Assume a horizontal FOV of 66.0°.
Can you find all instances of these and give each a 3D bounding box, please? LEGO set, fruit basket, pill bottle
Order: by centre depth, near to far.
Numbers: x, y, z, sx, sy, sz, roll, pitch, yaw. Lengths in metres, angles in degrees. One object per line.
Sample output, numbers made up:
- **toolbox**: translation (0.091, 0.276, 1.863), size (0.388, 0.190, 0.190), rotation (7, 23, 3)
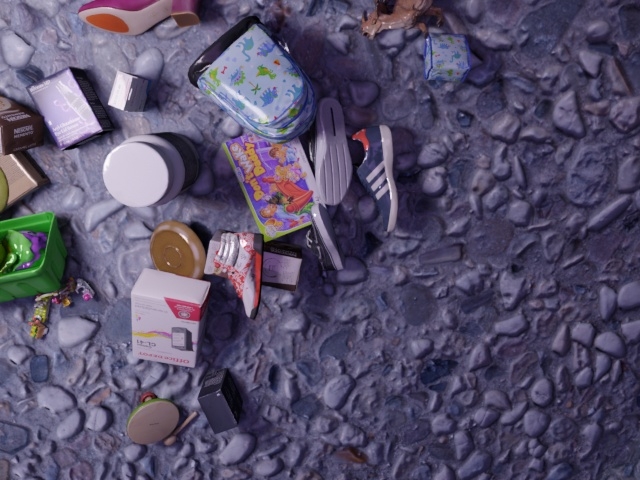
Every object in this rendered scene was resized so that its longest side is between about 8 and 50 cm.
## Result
- **pill bottle**: translation (-0.484, -0.211, 1.445), size (0.204, 0.361, 0.204), rotation (-1, 104, -3)
- **fruit basket**: translation (-1.006, 0.032, 1.476), size (0.391, 0.283, 0.392), rotation (-7, 141, -6)
- **LEGO set**: translation (-0.136, -0.130, 1.579), size (0.083, 0.023, 0.054), rotation (14, 106, -20)
- **LEGO set**: translation (-0.919, 0.226, 1.666), size (0.287, 0.107, 0.132), rotation (-37, 103, 6)

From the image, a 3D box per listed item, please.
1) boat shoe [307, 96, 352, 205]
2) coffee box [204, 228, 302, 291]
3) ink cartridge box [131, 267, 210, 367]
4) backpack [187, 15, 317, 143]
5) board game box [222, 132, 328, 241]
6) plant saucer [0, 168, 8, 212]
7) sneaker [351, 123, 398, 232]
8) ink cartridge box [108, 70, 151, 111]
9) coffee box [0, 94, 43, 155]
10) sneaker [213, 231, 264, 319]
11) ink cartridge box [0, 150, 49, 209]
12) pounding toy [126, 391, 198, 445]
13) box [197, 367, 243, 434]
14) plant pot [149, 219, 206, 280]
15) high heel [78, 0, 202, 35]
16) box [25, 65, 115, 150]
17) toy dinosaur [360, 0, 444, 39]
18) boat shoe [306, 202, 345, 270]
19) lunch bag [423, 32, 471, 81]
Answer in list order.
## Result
- **boat shoe**: translation (0.025, -0.280, 1.577), size (0.121, 0.119, 0.335), rotation (-3, 96, -24)
- **coffee box**: translation (-0.214, 0.063, 1.628), size (0.297, 0.168, 0.119), rotation (12, 103, -5)
- **ink cartridge box**: translation (-0.497, 0.262, 1.632), size (0.226, 0.131, 0.306), rotation (11, 124, -5)
- **backpack**: translation (-0.170, -0.447, 1.435), size (0.290, 0.273, 0.355), rotation (-41, 99, -4)
- **board game box**: translation (-0.140, -0.198, 1.611), size (0.233, 0.078, 0.347), rotation (-22, 104, 3)
- **plant saucer**: translation (-1.088, -0.164, 1.506), size (0.240, 0.037, 0.241), rotation (0, 105, -1)
- **sneaker**: translation (0.171, -0.195, 1.611), size (0.148, 0.131, 0.350), rotation (-7, 99, 6)
- **ink cartridge box**: translation (-0.574, -0.444, 1.474), size (0.061, 0.181, 0.104), rotation (20, 102, -7)
- **coffee box**: translation (-0.967, -0.357, 1.452), size (0.246, 0.141, 0.098), rotation (27, 122, 10)
- **sneaker**: translation (-0.252, 0.105, 1.506), size (0.144, 0.090, 0.270), rotation (4, 100, -3)
- **ink cartridge box**: translation (-1.029, -0.200, 1.562), size (0.234, 0.088, 0.193), rotation (-32, 104, 6)
- **pounding toy**: translation (-0.601, 0.640, 1.804), size (0.237, 0.110, 0.183), rotation (38, 89, -40)
- **box**: translation (-0.354, 0.568, 1.753), size (0.093, 0.158, 0.156), rotation (-21, 104, 3)
- **plant pot**: translation (-0.480, 0.051, 1.625), size (0.236, 0.032, 0.236), rotation (9, 111, 25)
- **high heel**: translation (-0.528, -0.724, 1.468), size (0.377, 0.127, 0.181), rotation (1, 75, 1)
- **box**: translation (-0.764, -0.404, 1.514), size (0.153, 0.108, 0.207), rotation (-25, 104, 4)
- **toy dinosaur**: translation (0.270, -0.720, 1.486), size (0.295, 0.127, 0.200), rotation (-41, 67, -9)
- **boat shoe**: translation (0.000, 0.000, 1.610), size (0.102, 0.108, 0.301), rotation (-11, 141, 11)
- **lunch bag**: translation (0.391, -0.579, 1.534), size (0.128, 0.096, 0.151), rotation (3, 75, -4)
